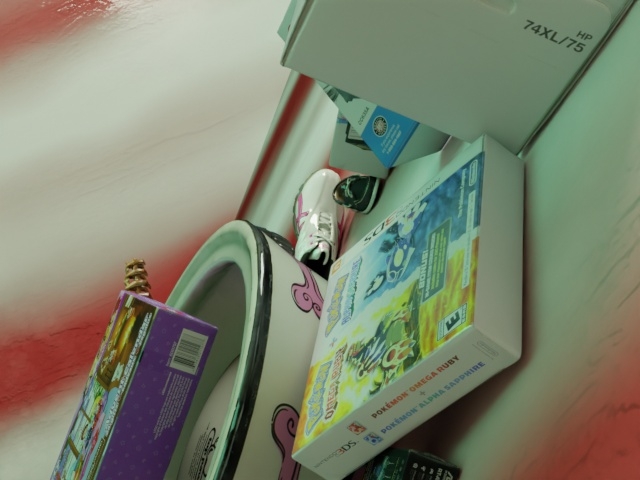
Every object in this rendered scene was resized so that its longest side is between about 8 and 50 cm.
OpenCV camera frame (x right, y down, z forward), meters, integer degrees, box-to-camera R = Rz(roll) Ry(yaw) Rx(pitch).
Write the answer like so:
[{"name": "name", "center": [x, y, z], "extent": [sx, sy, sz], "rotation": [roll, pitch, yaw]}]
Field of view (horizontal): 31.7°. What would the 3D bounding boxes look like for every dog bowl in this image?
[{"name": "dog bowl", "center": [-0.077, 0.196, 0.992], "extent": [0.408, 0.150, 0.408], "rotation": [-55, 22, 35]}]

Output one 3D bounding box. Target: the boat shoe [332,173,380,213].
[{"name": "boat shoe", "center": [0.042, -0.060, 1.357], "extent": [0.125, 0.038, 0.046], "rotation": [-176, 106, -81]}]

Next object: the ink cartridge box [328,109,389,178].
[{"name": "ink cartridge box", "center": [0.065, -0.174, 1.268], "extent": [0.175, 0.072, 0.127], "rotation": [100, -177, -56]}]

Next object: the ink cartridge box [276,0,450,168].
[{"name": "ink cartridge box", "center": [0.060, -0.186, 1.058], "extent": [0.082, 0.190, 0.139], "rotation": [-22, -25, -37]}]

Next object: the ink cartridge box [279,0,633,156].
[{"name": "ink cartridge box", "center": [0.111, -0.243, 0.845], "extent": [0.197, 0.198, 0.270], "rotation": [121, 167, -46]}]

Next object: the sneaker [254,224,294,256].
[{"name": "sneaker", "center": [-0.122, 0.087, 1.741], "extent": [0.341, 0.125, 0.139], "rotation": [-81, 10, -62]}]

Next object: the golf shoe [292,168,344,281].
[{"name": "golf shoe", "center": [0.000, 0.000, 1.420], "extent": [0.086, 0.067, 0.186], "rotation": [1, 78, 66]}]

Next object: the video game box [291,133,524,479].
[{"name": "video game box", "center": [0.065, 0.045, 0.801], "extent": [0.187, 0.048, 0.205], "rotation": [-45, 21, 36]}]

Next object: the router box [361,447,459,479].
[{"name": "router box", "center": [0.045, 0.200, 0.751], "extent": [0.092, 0.038, 0.122], "rotation": [150, 141, -75]}]

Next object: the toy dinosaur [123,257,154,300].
[{"name": "toy dinosaur", "center": [-0.127, 0.171, 1.229], "extent": [0.164, 0.218, 0.321], "rotation": [8, 119, 66]}]

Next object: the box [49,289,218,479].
[{"name": "box", "center": [-0.183, 0.193, 0.963], "extent": [0.293, 0.057, 0.201], "rotation": [-70, 17, -5]}]
